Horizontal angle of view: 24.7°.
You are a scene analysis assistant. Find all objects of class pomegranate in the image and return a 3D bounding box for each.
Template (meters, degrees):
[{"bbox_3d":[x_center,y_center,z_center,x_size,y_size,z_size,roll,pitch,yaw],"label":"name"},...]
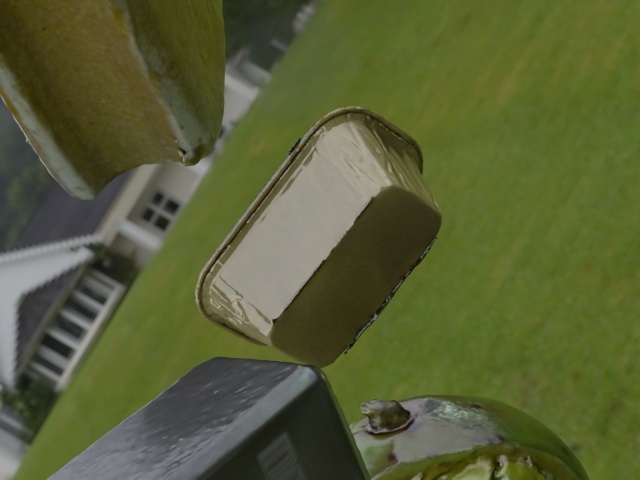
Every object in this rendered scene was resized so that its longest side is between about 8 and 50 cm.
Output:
[{"bbox_3d":[0.108,0.278,1.223,0.260,0.261,0.340,-63,-34,-54],"label":"pomegranate"}]

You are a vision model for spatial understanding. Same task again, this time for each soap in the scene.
[{"bbox_3d":[-0.194,-0.245,1.095,0.293,0.156,0.335,-97,-13,-45],"label":"soap"}]

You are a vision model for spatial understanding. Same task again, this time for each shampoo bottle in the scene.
[{"bbox_3d":[-0.088,0.139,0.555,0.079,0.080,0.246,-1,28,48],"label":"shampoo bottle"}]

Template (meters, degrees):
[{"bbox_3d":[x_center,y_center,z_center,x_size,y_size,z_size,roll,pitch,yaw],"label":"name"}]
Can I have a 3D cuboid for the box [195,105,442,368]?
[{"bbox_3d":[0.000,0.000,0.952,0.177,0.111,0.111,-52,3,8],"label":"box"}]
